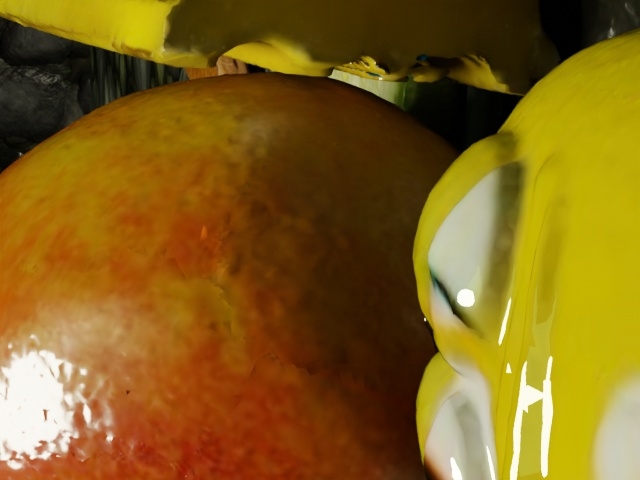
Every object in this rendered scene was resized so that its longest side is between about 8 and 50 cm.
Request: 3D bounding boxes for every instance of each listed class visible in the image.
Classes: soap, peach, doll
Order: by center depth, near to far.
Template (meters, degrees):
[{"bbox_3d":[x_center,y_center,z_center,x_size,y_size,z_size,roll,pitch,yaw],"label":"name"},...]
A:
[{"bbox_3d":[0.147,0.081,0.351,0.423,0.161,0.348,131,129,-65],"label":"doll"},{"bbox_3d":[-0.031,0.071,0.817,0.332,0.308,0.307,11,109,38],"label":"peach"},{"bbox_3d":[-0.039,-0.141,0.849,0.324,0.204,0.096,-156,71,-63],"label":"soap"}]

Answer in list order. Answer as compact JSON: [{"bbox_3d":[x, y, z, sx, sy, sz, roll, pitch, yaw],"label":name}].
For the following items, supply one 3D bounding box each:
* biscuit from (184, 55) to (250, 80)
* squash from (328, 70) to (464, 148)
[{"bbox_3d":[-0.100,-0.185,1.576,0.324,0.049,0.205,-110,19,-51],"label":"biscuit"},{"bbox_3d":[0.036,-0.132,1.009,0.219,0.041,0.219,176,90,-76],"label":"squash"}]
